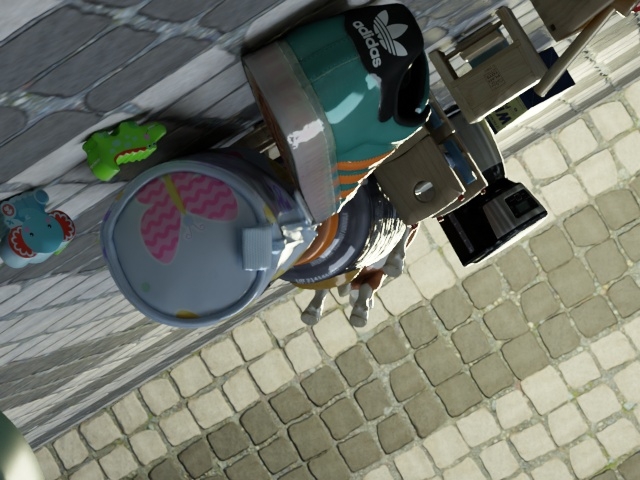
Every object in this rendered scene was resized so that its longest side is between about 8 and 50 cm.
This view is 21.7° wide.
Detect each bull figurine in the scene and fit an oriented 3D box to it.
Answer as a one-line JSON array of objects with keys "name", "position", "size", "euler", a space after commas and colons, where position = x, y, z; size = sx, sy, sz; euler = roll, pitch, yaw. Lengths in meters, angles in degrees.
[{"name": "bull figurine", "position": [0.058, 0.002, 2.010], "size": [0.310, 0.101, 0.188], "euler": [111, -1, -46]}]

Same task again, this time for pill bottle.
[{"name": "pill bottle", "position": [-0.002, -0.028, 1.578], "size": [0.130, 0.130, 0.245], "euler": [-32, 176, 14]}]

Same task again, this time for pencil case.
[{"name": "pencil case", "position": [-0.074, -0.006, 1.211], "size": [0.273, 0.124, 0.114], "euler": [-35, 141, -82]}]

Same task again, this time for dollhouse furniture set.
[{"name": "dollhouse furniture set", "position": [0.139, -0.113, 1.570], "size": [0.183, 0.129, 0.129], "euler": [-32, 176, 16]}]

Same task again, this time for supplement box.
[{"name": "supplement box", "position": [0.244, -0.180, 2.005], "size": [0.083, 0.056, 0.083], "euler": [-28, 175, -33]}]

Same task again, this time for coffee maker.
[{"name": "coffee maker", "position": [0.183, -0.067, 2.076], "size": [0.120, 0.178, 0.171], "euler": [-29, 175, -12]}]

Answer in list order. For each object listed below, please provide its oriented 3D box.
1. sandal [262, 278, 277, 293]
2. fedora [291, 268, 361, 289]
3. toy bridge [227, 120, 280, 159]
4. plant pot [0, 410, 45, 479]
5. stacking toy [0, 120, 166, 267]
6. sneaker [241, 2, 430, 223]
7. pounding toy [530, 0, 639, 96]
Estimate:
[{"name": "sandal", "position": [-0.083, 0.013, 1.960], "size": [0.219, 0.090, 0.060], "euler": [-38, -163, 3]}, {"name": "fedora", "position": [0.000, 0.000, 1.806], "size": [0.194, 0.079, 0.194], "euler": [-15, -158, 6]}, {"name": "toy bridge", "position": [-0.041, -0.083, 1.374], "size": [0.188, 0.026, 0.063], "euler": [-31, 175, -3]}, {"name": "plant pot", "position": [-0.351, 0.240, 1.354], "size": [0.293, 0.293, 0.235], "euler": [-31, -169, 5]}, {"name": "stacking toy", "position": [-0.212, 0.007, 1.063], "size": [0.221, 0.052, 0.167], "euler": [-28, 175, -40]}, {"name": "sneaker", "position": [0.024, -0.091, 1.181], "size": [0.121, 0.108, 0.302], "euler": [-26, 174, -1]}, {"name": "pounding toy", "position": [0.225, -0.204, 1.311], "size": [0.141, 0.100, 0.130], "euler": [-28, 175, -32]}]
